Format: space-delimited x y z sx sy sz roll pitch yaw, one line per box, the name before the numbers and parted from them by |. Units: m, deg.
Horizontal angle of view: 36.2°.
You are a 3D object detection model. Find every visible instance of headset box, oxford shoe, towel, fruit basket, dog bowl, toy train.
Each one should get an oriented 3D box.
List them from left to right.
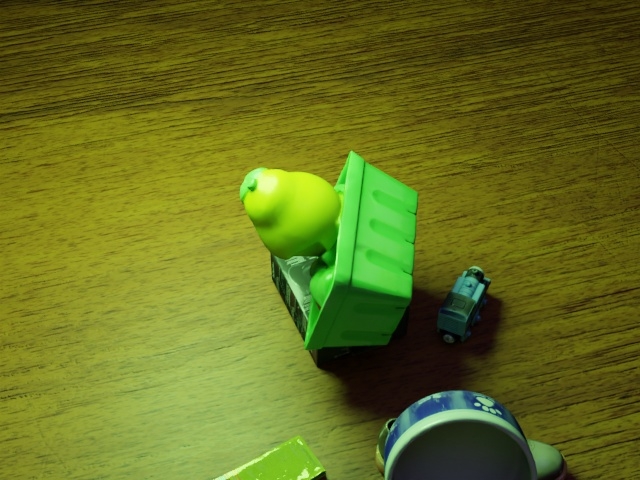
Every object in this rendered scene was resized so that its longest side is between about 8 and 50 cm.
towel | -0.111 0.456 1.848 0.237 0.021 0.102 -23 58 -26
fruit basket | 0.000 0.000 1.944 0.391 0.283 0.392 9 49 -11
headset box | 0.044 0.121 2.103 0.218 0.110 0.293 -18 51 -15
dog bowl | 0.244 0.405 1.740 0.264 0.265 0.104 0 20 0
toy train | 0.308 0.134 2.095 0.080 0.105 0.184 21 52 17
oxford shoe | 0.286 0.401 1.838 0.363 0.133 0.130 3 48 2

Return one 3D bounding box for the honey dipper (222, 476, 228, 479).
honey dipper | -0.235 0.490 1.829 0.160 0.030 0.030 -30 55 -26
